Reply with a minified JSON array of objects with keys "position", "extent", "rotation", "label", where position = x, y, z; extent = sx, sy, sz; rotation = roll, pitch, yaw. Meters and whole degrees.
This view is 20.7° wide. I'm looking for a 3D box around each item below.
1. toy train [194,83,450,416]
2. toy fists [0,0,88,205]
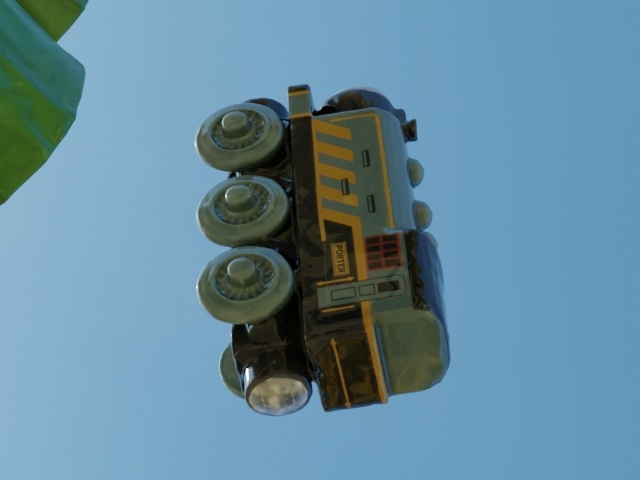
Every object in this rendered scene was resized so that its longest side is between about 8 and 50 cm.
[{"position":[0.000,0.000,1.435],"extent":[0.190,0.334,0.142],"rotation":[-8,-46,3],"label":"toy train"},{"position":[-0.174,-0.105,0.700],"extent":[0.096,0.279,0.142],"rotation":[-40,-69,13],"label":"toy fists"}]
